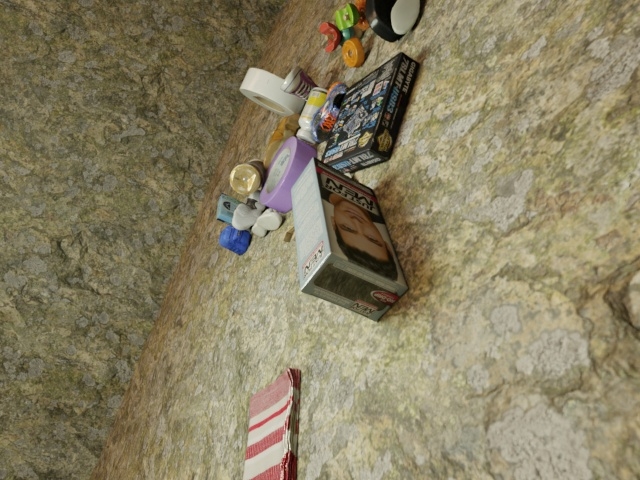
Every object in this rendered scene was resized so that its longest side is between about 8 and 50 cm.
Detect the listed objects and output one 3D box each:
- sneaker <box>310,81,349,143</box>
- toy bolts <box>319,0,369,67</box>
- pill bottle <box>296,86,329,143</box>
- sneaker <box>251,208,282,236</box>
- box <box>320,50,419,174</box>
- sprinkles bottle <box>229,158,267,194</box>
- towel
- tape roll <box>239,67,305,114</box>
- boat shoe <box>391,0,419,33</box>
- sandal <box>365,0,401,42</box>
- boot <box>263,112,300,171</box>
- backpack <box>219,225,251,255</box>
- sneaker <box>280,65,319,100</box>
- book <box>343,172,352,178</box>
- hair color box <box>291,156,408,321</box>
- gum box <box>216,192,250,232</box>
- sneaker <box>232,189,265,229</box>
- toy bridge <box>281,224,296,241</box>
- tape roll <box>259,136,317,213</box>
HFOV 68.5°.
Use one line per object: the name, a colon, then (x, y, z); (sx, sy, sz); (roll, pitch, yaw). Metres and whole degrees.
sneaker: (0.036, -0.435, 1.604); (0.221, 0.083, 0.087); (-65, 31, 11)
toy bolts: (0.128, -0.733, 1.683); (0.229, 0.159, 0.218); (14, 123, 60)
pill bottle: (-0.016, -0.446, 1.692); (0.184, 0.103, 0.103); (-67, 23, -1)
sneaker: (-0.196, -0.086, 1.779); (0.212, 0.080, 0.094); (-24, 35, 59)
box: (0.125, -0.337, 1.322); (0.296, 0.073, 0.293); (-8, 62, 63)
sprinkles bottle: (-0.282, -0.268, 1.943); (0.121, 0.121, 0.355); (-61, 5, 11)
towel: (-0.126, 0.492, 1.110); (0.237, 0.037, 0.328); (-47, 29, 39)
tape roll: (-0.206, -0.639, 2.054); (0.100, 0.286, 0.286); (-64, 23, 3)
boat shoe: (0.260, -0.697, 1.393); (0.070, 0.078, 0.219); (65, -141, -74)
sandal: (0.183, -0.791, 1.510); (0.107, 0.168, 0.445); (-33, 40, 47)
boot: (-0.179, -0.402, 2.026); (0.294, 0.104, 0.211); (-66, 17, -12)
backpack: (-0.361, -0.012, 1.994); (0.101, 0.120, 0.097); (-42, 32, 44)
sneaker: (-0.047, -0.569, 1.780); (0.102, 0.161, 0.282); (-48, 3, 22)
book: (0.053, -0.129, 1.281); (0.096, 0.035, 0.144); (-26, 33, 8)
hair color box: (0.047, -0.018, 1.034); (0.113, 0.186, 0.374); (-52, 27, 28)
gum box: (-0.381, -0.124, 2.098); (0.041, 0.157, 0.184); (-54, 25, 24)
sneaker: (-0.302, -0.090, 1.938); (0.153, 0.101, 0.268); (-55, 5, 37)
toy bridge: (-0.070, -0.028, 1.502); (0.188, 0.026, 0.063); (-4, 63, 65)
tape roll: (-0.123, -0.242, 1.743); (0.275, 0.090, 0.274); (-48, 28, 36)
